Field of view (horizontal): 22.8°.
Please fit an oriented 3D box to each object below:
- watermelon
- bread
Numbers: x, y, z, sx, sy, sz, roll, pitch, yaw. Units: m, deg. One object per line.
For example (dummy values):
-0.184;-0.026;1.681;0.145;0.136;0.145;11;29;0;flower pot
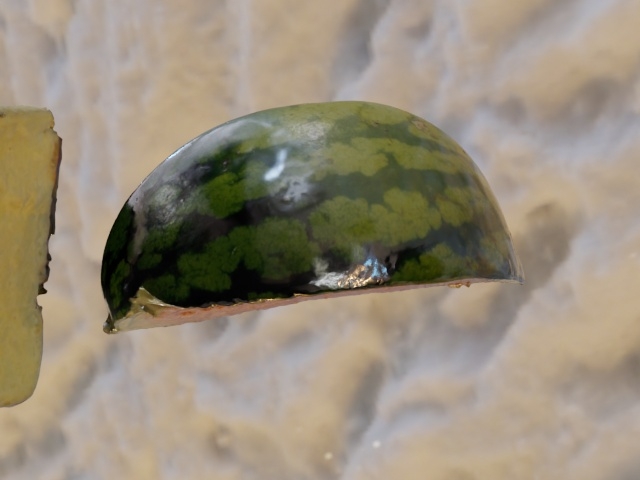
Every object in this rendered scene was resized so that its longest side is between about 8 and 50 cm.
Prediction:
0.005;0.006;1.054;0.128;0.303;0.159;-112;18;-56;watermelon
-0.308;0.021;1.225;0.198;0.263;0.236;-26;78;34;bread
